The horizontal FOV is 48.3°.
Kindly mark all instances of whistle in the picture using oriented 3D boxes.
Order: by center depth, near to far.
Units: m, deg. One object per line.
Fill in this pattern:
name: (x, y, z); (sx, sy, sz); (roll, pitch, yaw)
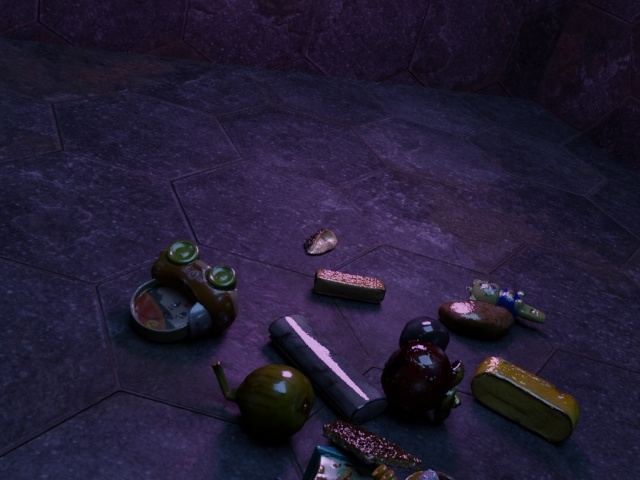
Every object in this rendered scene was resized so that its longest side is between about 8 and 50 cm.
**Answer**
whistle: (0.504, 0.173, 1.947); (0.228, 0.085, 0.105); (21, 39, 7)

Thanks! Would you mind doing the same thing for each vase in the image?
vase: (0.252, 0.267, 1.646); (0.120, 0.120, 0.182); (4, 47, -21)

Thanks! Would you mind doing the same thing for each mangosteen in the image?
mangosteen: (0.221, 0.299, 1.514); (0.180, 0.166, 0.166); (28, 30, 0)

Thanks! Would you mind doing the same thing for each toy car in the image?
toy car: (-0.308, 0.138, 1.571); (0.235, 0.145, 0.235); (3, 48, -3)

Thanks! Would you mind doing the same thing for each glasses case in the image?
glasses case: (0.014, 0.272, 1.554); (0.114, 0.060, 0.299); (-7, 37, -43)

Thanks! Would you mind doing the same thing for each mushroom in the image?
mushroom: (0.415, 0.208, 1.857); (0.210, 0.072, 0.094); (13, 42, -7)

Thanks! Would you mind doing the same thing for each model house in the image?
model house: (0.035, 0.428, 1.258); (0.127, 0.100, 0.149); (19, 23, -2)

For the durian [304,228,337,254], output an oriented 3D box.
durian: (-0.005, 0.006, 2.028); (0.130, 0.052, 0.066); (-24, 87, -45)

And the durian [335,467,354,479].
durian: (0.048, 0.522, 1.070); (0.195, 0.186, 0.305); (51, 42, -10)

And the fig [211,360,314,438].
fig: (-0.110, 0.310, 1.376); (0.187, 0.148, 0.142); (-15, 40, 21)

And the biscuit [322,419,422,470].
biscuit: (0.072, 0.369, 1.320); (0.131, 0.026, 0.237); (20, -5, -30)

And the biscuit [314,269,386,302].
biscuit: (0.074, 0.121, 1.844); (0.188, 0.056, 0.052); (12, 32, -11)

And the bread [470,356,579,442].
bread: (0.460, 0.353, 1.609); (0.246, 0.102, 0.094); (27, 33, 19)

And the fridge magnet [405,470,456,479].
fridge magnet: (0.215, 0.480, 1.306); (0.143, 0.063, 0.143); (14, 33, -9)

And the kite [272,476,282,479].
kite: (-0.042, 0.480, 1.229); (0.232, 0.009, 0.189); (2, 33, -24)

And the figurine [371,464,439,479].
figurine: (0.179, 0.468, 1.174); (0.116, 0.240, 0.175); (-28, 5, -8)
